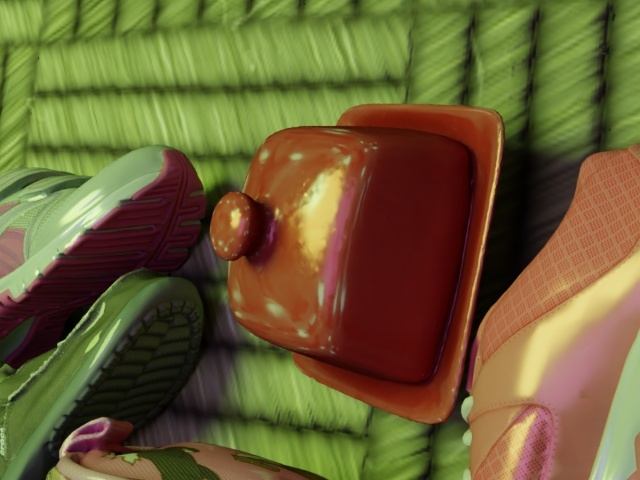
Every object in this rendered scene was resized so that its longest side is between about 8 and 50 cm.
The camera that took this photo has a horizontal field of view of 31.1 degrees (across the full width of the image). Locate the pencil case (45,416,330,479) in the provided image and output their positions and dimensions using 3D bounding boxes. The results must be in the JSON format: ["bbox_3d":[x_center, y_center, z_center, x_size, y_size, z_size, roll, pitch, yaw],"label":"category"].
[{"bbox_3d":[-0.081,0.285,0.549,0.160,0.167,0.386,9,87,63],"label":"pencil case"}]

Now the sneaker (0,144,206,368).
[{"bbox_3d":[-0.182,-0.005,0.754,0.252,0.103,0.111,-30,68,30],"label":"sneaker"}]

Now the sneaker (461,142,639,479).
[{"bbox_3d":[0.116,0.099,0.529,0.136,0.116,0.313,36,102,50],"label":"sneaker"}]

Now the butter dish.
[{"bbox_3d":[0.000,0.000,0.588,0.160,0.118,0.160,12,92,59],"label":"butter dish"}]

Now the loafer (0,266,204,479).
[{"bbox_3d":[-0.170,0.102,0.736,0.251,0.094,0.087,-50,62,22],"label":"loafer"}]
